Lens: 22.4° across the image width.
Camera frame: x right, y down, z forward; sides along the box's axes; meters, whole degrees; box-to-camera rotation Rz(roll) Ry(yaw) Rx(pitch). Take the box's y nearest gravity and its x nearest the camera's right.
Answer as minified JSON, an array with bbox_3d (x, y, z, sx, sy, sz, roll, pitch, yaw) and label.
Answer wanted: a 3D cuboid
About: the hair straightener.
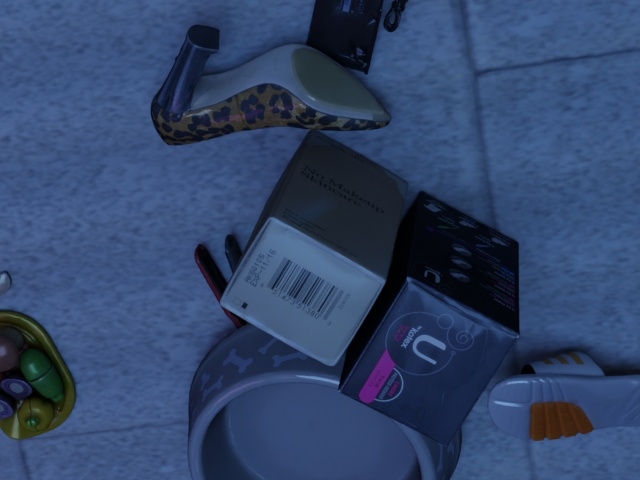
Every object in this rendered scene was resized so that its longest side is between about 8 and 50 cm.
[{"bbox_3d":[-0.069,0.093,1.997,0.089,0.047,0.230,-21,107,15],"label":"hair straightener"}]

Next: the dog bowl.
[{"bbox_3d":[-0.004,0.257,1.993,0.349,0.102,0.349,6,124,9],"label":"dog bowl"}]

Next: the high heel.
[{"bbox_3d":[-0.063,-0.146,1.897,0.261,0.093,0.186,19,140,-11],"label":"high heel"}]

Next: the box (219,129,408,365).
[{"bbox_3d":[0.000,0.000,1.809,0.148,0.311,0.121,29,112,-5],"label":"box"}]

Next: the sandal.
[{"bbox_3d":[0.323,0.183,1.976,0.265,0.076,0.102,0,128,-15],"label":"sandal"}]

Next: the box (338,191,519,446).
[{"bbox_3d":[0.129,0.083,1.848,0.143,0.270,0.165,28,112,-5],"label":"box"}]

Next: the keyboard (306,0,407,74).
[{"bbox_3d":[0.051,-0.279,1.842,0.108,0.023,0.180,17,119,7],"label":"keyboard"}]

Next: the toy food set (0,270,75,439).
[{"bbox_3d":[-0.403,0.165,2.054,0.128,0.071,0.218,-24,106,15],"label":"toy food set"}]
